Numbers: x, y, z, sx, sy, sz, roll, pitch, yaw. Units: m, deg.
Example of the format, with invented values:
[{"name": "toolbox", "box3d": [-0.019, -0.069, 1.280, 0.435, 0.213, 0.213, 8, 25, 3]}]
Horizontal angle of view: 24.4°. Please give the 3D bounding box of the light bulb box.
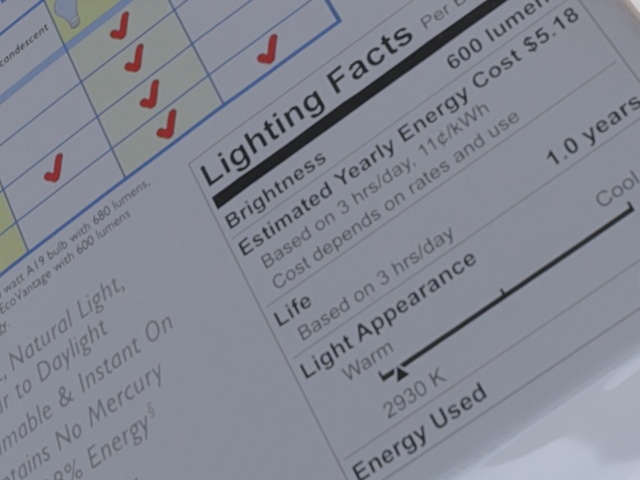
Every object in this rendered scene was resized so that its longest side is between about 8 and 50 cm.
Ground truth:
[{"name": "light bulb box", "box3d": [0.000, 0.000, 0.696, 0.358, 0.361, 0.225, -35, 148, 12]}]
